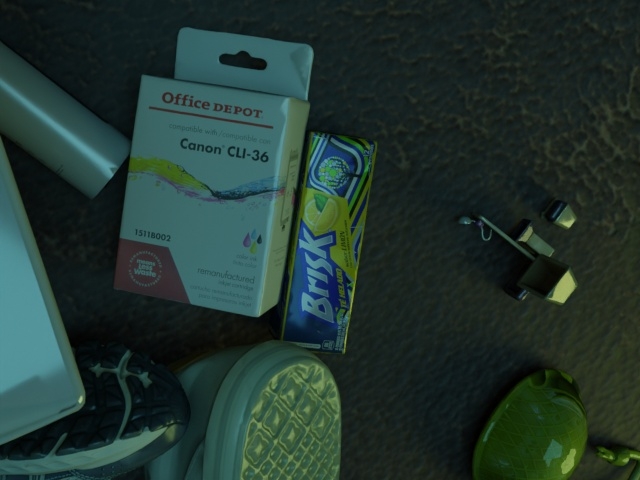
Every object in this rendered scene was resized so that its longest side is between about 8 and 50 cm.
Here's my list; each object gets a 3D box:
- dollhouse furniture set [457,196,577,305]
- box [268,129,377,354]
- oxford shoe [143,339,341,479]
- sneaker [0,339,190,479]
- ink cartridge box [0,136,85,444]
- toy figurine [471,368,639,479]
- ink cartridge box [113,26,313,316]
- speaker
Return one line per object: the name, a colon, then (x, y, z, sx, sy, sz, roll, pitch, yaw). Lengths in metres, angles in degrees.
dollhouse furniture set: (0.164, -0.005, 0.775, 0.081, 0.114, 0.091, 37, 92, -11)
box: (0.000, 0.000, 0.765, 0.054, 0.059, 0.169, 6, 97, -13)
oxford shoe: (-0.077, 0.285, 0.762, 0.169, 0.130, 0.450, -8, 107, -49)
sneaker: (-0.213, 0.164, 0.708, 0.282, 0.110, 0.122, -17, 125, 14)
ink cartridge box: (-0.266, -0.040, 0.517, 0.160, 0.384, 0.279, -20, 98, -21)
toy figurine: (0.161, 0.304, 0.770, 0.191, 0.217, 0.363, 38, 90, -15)
ink cartridge box: (-0.077, -0.054, 0.716, 0.115, 0.067, 0.198, 10, 97, 11)
speaker: (-0.203, -0.090, 0.708, 0.136, 0.055, 0.055, 38, 89, -15)
